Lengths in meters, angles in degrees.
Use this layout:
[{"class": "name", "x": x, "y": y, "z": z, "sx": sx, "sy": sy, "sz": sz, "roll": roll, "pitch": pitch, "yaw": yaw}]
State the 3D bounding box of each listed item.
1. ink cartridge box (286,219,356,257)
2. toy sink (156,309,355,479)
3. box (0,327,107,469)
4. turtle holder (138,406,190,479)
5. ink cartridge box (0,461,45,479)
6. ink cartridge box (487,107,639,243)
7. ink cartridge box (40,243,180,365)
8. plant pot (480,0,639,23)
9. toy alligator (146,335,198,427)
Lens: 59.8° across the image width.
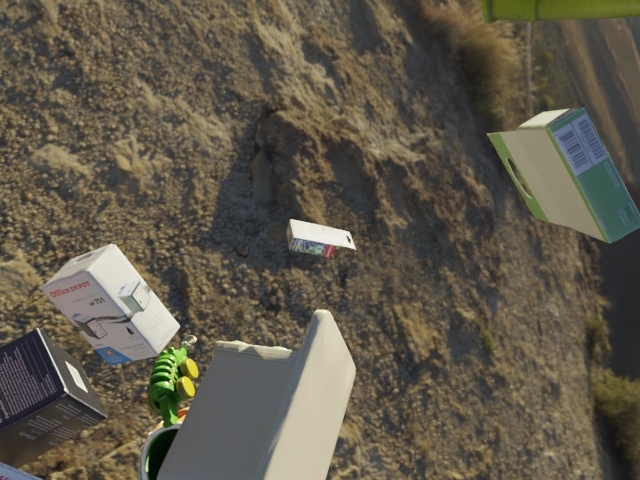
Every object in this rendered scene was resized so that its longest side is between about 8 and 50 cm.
[{"class": "ink cartridge box", "x": 0.000, "y": 0.000, "z": 0.979, "sx": 0.115, "sy": 0.029, "sz": 0.063, "roll": 12, "pitch": 29, "yaw": -17}, {"class": "toy sink", "x": -0.064, "y": 0.209, "z": 0.662, "sx": 0.152, "sy": 0.131, "sz": 0.234, "roll": 67, "pitch": 34, "yaw": -44}, {"class": "box", "x": -0.721, "y": 0.398, "z": 1.298, "sx": 0.312, "sy": 0.343, "sz": 0.179, "roll": -29, "pitch": 70, "yaw": -19}, {"class": "turtle holder", "x": -0.241, "y": 0.476, "z": 1.065, "sx": 0.227, "sy": 0.243, "sz": 0.320, "roll": 61, "pitch": 35, "yaw": -55}, {"class": "ink cartridge box", "x": -0.469, "y": 0.434, "z": 0.766, "sx": 0.218, "sy": 0.092, "sz": 0.158, "roll": -93, "pitch": 157, "yaw": -43}, {"class": "ink cartridge box", "x": 0.333, "y": -0.096, "z": 0.786, "sx": 0.171, "sy": 0.056, "sz": 0.235, "roll": 57, "pitch": 6, "yaw": -9}, {"class": "ink cartridge box", "x": -0.362, "y": 0.116, "z": 0.966, "sx": 0.190, "sy": 0.140, "sz": 0.082, "roll": 57, "pitch": 35, "yaw": -23}, {"class": "plant pot", "x": 0.432, "y": -0.445, "z": 0.710, "sx": 0.366, "sy": 0.353, "sz": 0.366, "roll": 17, "pitch": 90, "yaw": -71}, {"class": "toy alligator", "x": -0.202, "y": 0.172, "z": 0.755, "sx": 0.051, "sy": 0.056, "sz": 0.189, "roll": 61, "pitch": 8, "yaw": -25}]
